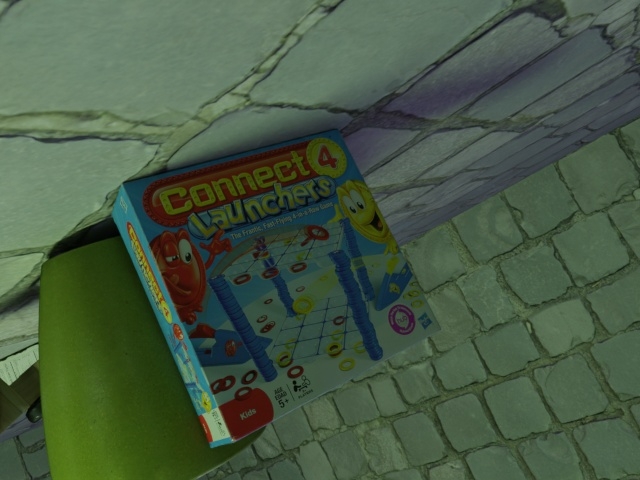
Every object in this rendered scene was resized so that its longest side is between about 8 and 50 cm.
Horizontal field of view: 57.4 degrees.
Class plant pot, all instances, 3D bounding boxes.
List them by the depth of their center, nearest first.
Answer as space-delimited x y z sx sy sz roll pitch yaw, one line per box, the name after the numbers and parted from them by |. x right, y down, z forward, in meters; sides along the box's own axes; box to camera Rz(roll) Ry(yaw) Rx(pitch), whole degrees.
-0.247 0.149 0.763 0.274 0.293 0.275 -20 178 -1 | plant pot

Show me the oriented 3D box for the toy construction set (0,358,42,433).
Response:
-0.470 0.171 0.773 0.237 0.257 0.309 -41 160 -41 | toy construction set

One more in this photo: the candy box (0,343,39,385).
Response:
-0.563 0.253 1.257 0.196 0.070 0.165 -26 171 -5 | candy box

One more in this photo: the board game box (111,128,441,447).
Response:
-0.048 0.040 0.721 0.308 0.302 0.086 -21 170 -31 | board game box
